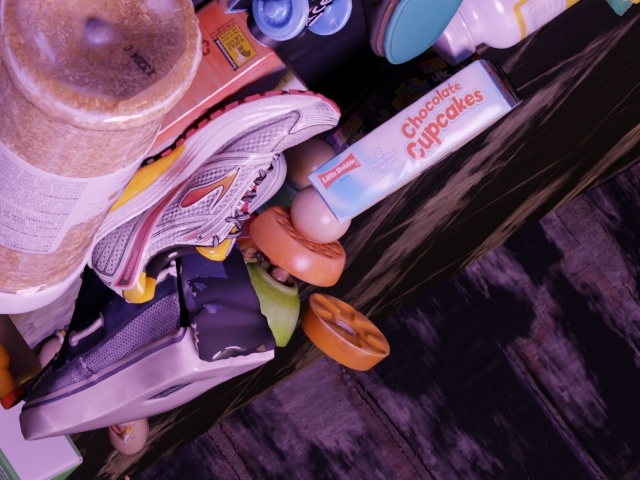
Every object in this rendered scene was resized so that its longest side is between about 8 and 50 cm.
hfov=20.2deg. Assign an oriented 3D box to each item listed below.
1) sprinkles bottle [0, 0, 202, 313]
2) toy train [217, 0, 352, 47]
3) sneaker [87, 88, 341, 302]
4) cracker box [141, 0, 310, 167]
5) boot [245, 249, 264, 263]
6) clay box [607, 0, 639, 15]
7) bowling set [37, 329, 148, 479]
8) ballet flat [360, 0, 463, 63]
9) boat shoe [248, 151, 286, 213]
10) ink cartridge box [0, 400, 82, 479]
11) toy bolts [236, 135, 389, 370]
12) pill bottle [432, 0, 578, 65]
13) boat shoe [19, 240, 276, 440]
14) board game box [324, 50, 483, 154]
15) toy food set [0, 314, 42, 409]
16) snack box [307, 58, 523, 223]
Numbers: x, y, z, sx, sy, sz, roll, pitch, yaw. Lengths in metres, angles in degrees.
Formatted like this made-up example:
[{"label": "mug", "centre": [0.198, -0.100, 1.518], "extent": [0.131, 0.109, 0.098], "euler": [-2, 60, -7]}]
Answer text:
[{"label": "sprinkles bottle", "centre": [-0.177, -0.060, 1.157], "extent": [0.121, 0.121, 0.355], "euler": [-31, 173, -26]}, {"label": "toy train", "centre": [0.002, -0.208, 1.161], "extent": [0.184, 0.105, 0.080], "euler": [-42, 165, 32]}, {"label": "sneaker", "centre": [-0.077, -0.035, 1.361], "extent": [0.225, 0.093, 0.088], "euler": [-35, 170, 5]}, {"label": "cracker box", "centre": [-0.096, -0.106, 1.432], "extent": [0.155, 0.067, 0.232], "euler": [-35, 171, 4]}, {"label": "boot", "centre": [-0.120, 0.032, 2.093], "extent": [0.106, 0.082, 0.219], "euler": [-9, 167, -17]}, {"label": "clay box", "centre": [0.302, -0.314, 1.633], "extent": [0.053, 0.127, 0.222], "euler": [-31, 170, -31]}, {"label": "bowling set", "centre": [-0.278, 0.193, 1.968], "extent": [0.200, 0.287, 0.154], "euler": [-1, 158, -5]}, {"label": "ballet flat", "centre": [0.073, -0.227, 1.340], "extent": [0.095, 0.096, 0.280], "euler": [-32, 170, -16]}, {"label": "boat shoe", "centre": [-0.131, -0.020, 1.747], "extent": [0.227, 0.079, 0.081], "euler": [-45, 159, 22]}, {"label": "ink cartridge box", "centre": [-0.360, 0.229, 1.894], "extent": [0.087, 0.153, 0.208], "euler": [-26, 166, -43]}, {"label": "toy bolts", "centre": [0.000, 0.000, 1.846], "extent": [0.218, 0.228, 0.158], "euler": [25, 110, -31]}, {"label": "pill bottle", "centre": [0.176, -0.239, 1.626], "extent": [0.184, 0.103, 0.103], "euler": [-34, 171, -6]}, {"label": "boat shoe", "centre": [-0.164, 0.064, 1.528], "extent": [0.127, 0.158, 0.340], "euler": [-6, 167, -40]}, {"label": "board game box", "centre": [0.087, -0.140, 1.979], "extent": [0.141, 0.048, 0.170], "euler": [-22, 163, -48]}, {"label": "toy food set", "centre": [-0.329, 0.141, 1.711], "extent": [0.111, 0.104, 0.232], "euler": [-27, 167, -42]}, {"label": "snack box", "centre": [0.100, -0.102, 1.740], "extent": [0.187, 0.060, 0.322], "euler": [-35, 180, 10]}]
